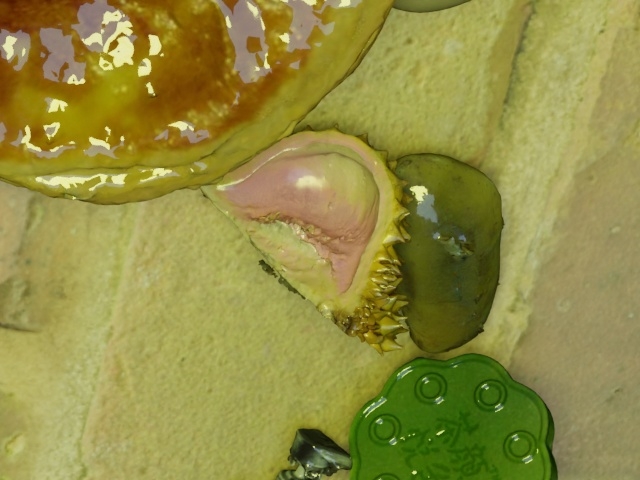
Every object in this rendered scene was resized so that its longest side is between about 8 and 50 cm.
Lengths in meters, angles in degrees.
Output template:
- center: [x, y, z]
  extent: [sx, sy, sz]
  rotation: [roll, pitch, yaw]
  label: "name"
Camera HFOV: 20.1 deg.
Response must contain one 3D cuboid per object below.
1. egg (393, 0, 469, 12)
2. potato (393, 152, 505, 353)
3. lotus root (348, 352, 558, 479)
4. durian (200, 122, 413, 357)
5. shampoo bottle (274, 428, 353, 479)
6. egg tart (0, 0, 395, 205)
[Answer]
- center: [0.091, -0.279, 1.293]
  extent: [0.186, 0.186, 0.241]
  rotation: [8, 124, -19]
  label: "egg"
- center: [0.101, 0.011, 1.490]
  extent: [0.105, 0.085, 0.188]
  rotation: [-8, 121, -6]
  label: "potato"
- center: [0.128, 0.208, 1.558]
  extent: [0.186, 0.186, 0.186]
  rotation: [-6, 116, -12]
  label: "lotus root"
- center: [-0.001, 0.000, 1.411]
  extent: [0.132, 0.182, 0.165]
  rotation: [-26, 115, -40]
  label: "durian"
- center: [-0.065, 0.301, 1.588]
  extent: [0.098, 0.071, 0.309]
  rotation: [19, 106, -19]
  label: "shampoo bottle"
- center: [-0.159, -0.236, 1.214]
  extent: [0.443, 0.178, 0.443]
  rotation: [-2, 119, -4]
  label: "egg tart"
